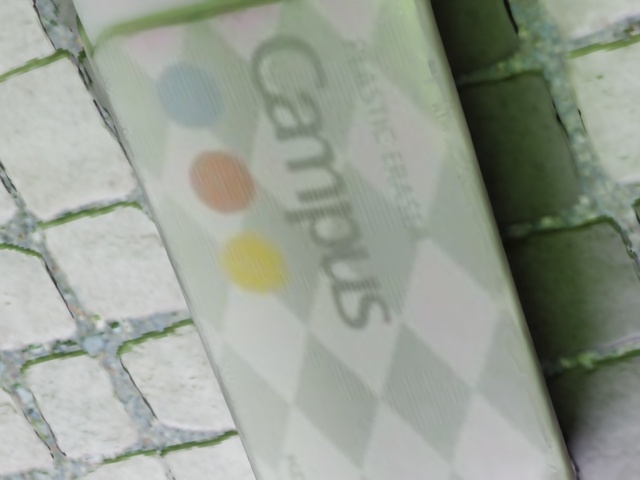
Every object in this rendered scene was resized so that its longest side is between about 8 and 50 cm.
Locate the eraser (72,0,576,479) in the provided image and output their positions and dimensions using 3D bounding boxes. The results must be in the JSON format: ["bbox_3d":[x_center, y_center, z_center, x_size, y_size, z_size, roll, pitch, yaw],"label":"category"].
[{"bbox_3d":[0.000,0.000,0.739,0.213,0.082,0.397,-9,114,26],"label":"eraser"}]
